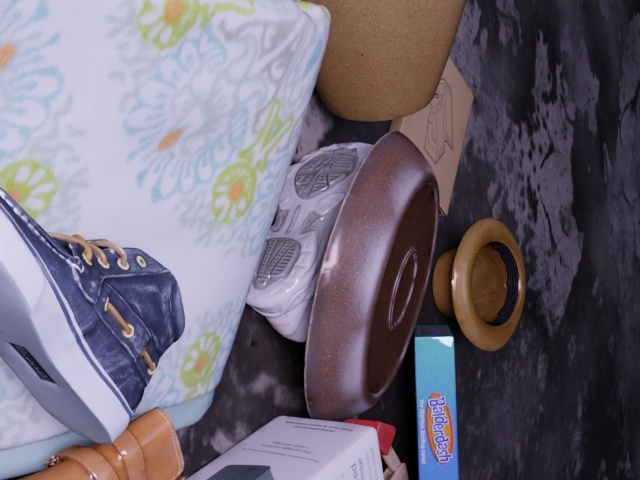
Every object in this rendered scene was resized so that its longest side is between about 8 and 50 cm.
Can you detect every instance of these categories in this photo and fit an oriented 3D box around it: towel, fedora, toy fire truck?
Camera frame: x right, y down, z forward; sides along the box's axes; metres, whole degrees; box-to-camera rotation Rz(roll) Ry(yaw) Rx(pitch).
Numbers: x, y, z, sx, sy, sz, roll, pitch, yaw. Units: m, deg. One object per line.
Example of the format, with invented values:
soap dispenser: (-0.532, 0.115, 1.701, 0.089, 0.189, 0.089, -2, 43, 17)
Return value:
towel: (-0.150, -0.013, 0.469, 0.374, 0.090, 0.320, -4, 120, -57)
fedora: (0.209, 0.059, 1.127, 0.194, 0.079, 0.194, 2, 88, -50)
toy fire truck: (0.073, 0.297, 0.944, 0.192, 0.047, 0.135, 49, 49, -45)

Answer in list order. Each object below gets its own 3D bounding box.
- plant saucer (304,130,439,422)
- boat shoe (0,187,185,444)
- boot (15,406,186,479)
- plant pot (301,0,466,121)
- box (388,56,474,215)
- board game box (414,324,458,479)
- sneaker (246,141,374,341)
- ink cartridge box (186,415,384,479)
plant saucer: (0.066, 0.045, 0.845, 0.310, 0.050, 0.310, 15, 90, -73)
boat shoe: (-0.124, 0.018, 0.399, 0.083, 0.065, 0.183, -60, 152, -34)
boot: (-0.148, 0.142, 0.459, 0.152, 0.073, 0.197, -31, 162, -22)
plant pot: (0.051, -0.254, 0.795, 0.237, 0.237, 0.254, -50, 142, -45)
box: (0.149, -0.159, 1.097, 0.164, 0.021, 0.201, 44, 54, -47)
board game box: (0.137, 0.211, 0.982, 0.160, 0.047, 0.210, 4, 84, -83)
sneaker: (0.000, 0.000, 0.825, 0.232, 0.090, 0.115, -57, 142, -30)
ink cartridge box: (-0.058, 0.302, 0.677, 0.289, 0.122, 0.211, -24, 108, -54)
